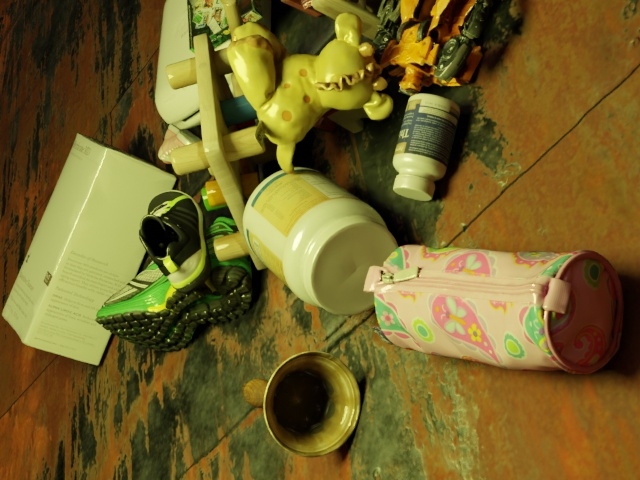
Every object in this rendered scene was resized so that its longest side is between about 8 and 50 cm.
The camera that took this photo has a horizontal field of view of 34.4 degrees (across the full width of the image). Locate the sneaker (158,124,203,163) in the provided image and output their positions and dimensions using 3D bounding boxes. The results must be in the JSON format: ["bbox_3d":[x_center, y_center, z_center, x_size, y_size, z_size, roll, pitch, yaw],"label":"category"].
[{"bbox_3d":[-0.254,-0.163,1.868,0.070,0.051,0.134,-65,29,8],"label":"sneaker"}]

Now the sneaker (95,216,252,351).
[{"bbox_3d":[-0.224,0.075,1.637,0.343,0.134,0.146,-24,45,36],"label":"sneaker"}]

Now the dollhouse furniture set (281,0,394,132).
[{"bbox_3d":[-0.008,-0.333,1.510,0.201,0.152,0.374,-23,54,48],"label":"dollhouse furniture set"}]

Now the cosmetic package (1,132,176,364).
[{"bbox_3d":[-0.435,0.011,1.931,0.217,0.156,0.385,22,91,59],"label":"cosmetic package"}]

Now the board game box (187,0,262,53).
[{"bbox_3d":[-0.167,-0.437,1.735,0.136,0.030,0.260,-27,51,27],"label":"board game box"}]

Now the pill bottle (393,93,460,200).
[{"bbox_3d":[0.126,-0.113,1.266,0.067,0.067,0.120,-1,71,55],"label":"pill bottle"}]

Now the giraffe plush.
[{"bbox_3d":[-0.006,-0.206,1.313,0.170,0.181,0.210,-23,41,10],"label":"giraffe plush"}]

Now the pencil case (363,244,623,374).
[{"bbox_3d":[0.168,0.064,1.055,0.284,0.124,0.124,4,75,55],"label":"pencil case"}]

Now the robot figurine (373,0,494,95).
[{"bbox_3d":[0.167,-0.314,1.309,0.211,0.085,0.291,12,81,57],"label":"robot figurine"}]

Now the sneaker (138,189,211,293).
[{"bbox_3d":[-0.220,-0.021,1.512,0.084,0.097,0.235,-39,38,6],"label":"sneaker"}]

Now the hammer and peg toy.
[{"bbox_3d":[-0.135,-0.167,1.501,0.127,0.266,0.361,-15,48,5],"label":"hammer and peg toy"}]

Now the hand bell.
[{"bbox_3d":[-0.056,0.202,1.340,0.242,0.126,0.126,-9,64,66],"label":"hand bell"}]

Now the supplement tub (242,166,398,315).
[{"bbox_3d":[0.000,0.000,1.313,0.144,0.144,0.199,-63,33,8],"label":"supplement tub"}]

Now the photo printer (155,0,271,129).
[{"bbox_3d":[-0.191,-0.361,1.835,0.256,0.107,0.308,-32,47,42],"label":"photo printer"}]
